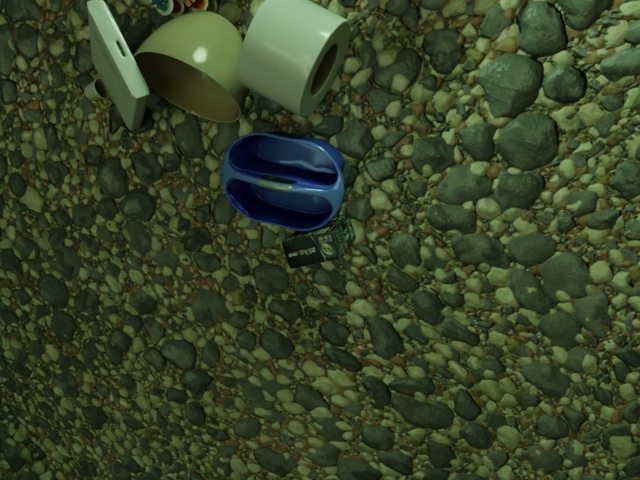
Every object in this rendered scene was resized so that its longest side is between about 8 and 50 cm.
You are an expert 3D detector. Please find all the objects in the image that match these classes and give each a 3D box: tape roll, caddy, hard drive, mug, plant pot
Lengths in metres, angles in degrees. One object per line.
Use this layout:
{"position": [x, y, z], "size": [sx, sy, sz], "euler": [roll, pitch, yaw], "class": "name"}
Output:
{"position": [-0.059, -0.439, 1.146], "size": [0.169, 0.246, 0.246], "euler": [30, 114, 5], "class": "tape roll"}
{"position": [-0.094, -0.161, 1.290], "size": [0.342, 0.179, 0.241], "euler": [13, 111, 13], "class": "caddy"}
{"position": [-0.532, -0.438, 1.270], "size": [0.047, 0.353, 0.232], "euler": [-29, 101, -21], "class": "hard drive"}
{"position": [-0.663, -0.436, 1.436], "size": [0.064, 0.062, 0.078], "euler": [-7, 100, 28], "class": "mug"}
{"position": [-0.296, -0.458, 1.225], "size": [0.284, 0.284, 0.190], "euler": [20, 77, 10], "class": "plant pot"}

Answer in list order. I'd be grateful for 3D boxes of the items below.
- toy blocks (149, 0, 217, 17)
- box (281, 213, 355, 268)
{"position": [-0.350, -0.602, 1.230], "size": [0.123, 0.148, 0.054], "euler": [0, 109, 18], "class": "toy blocks"}
{"position": [0.000, 0.000, 1.315], "size": [0.148, 0.180, 0.077], "euler": [-13, 104, 20], "class": "box"}
